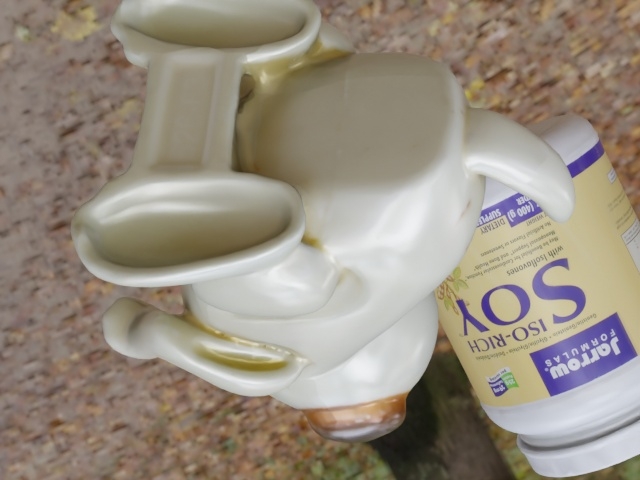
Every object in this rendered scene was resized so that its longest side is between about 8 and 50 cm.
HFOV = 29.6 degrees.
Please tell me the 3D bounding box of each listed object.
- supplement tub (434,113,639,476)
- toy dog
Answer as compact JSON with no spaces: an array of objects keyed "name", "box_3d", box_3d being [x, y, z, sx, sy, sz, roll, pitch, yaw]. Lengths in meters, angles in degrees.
[{"name":"supplement tub","box_3d":[0.245,0.058,1.297,0.241,0.331,0.241,-27,-175,3]},{"name":"toy dog","box_3d":[0.000,0.000,1.052,0.395,0.284,0.408,-7,148,0]}]
